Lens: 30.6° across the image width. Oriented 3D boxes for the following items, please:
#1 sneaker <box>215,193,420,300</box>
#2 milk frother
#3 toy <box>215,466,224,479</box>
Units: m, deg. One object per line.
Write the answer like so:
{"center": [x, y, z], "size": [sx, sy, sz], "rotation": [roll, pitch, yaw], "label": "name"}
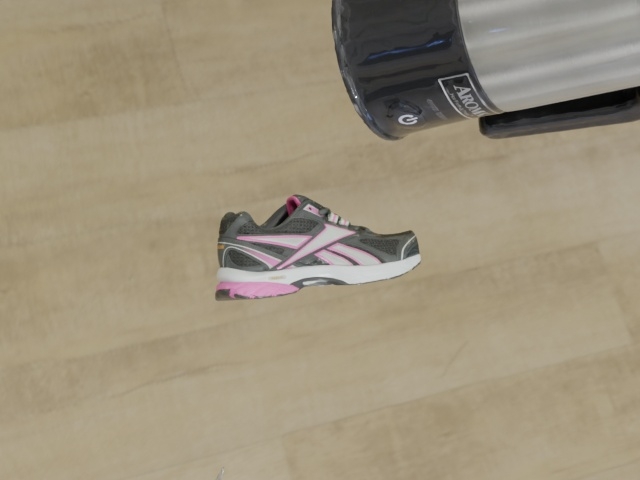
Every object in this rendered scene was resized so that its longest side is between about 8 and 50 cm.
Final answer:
{"center": [0.000, 0.000, 0.924], "size": [0.178, 0.072, 0.077], "rotation": [-7, 91, -31], "label": "sneaker"}
{"center": [0.090, -0.121, 0.510], "size": [0.129, 0.135, 0.143], "rotation": [11, 73, -61], "label": "milk frother"}
{"center": [-0.086, 0.289, 0.795], "size": [0.056, 0.137, 0.237], "rotation": [25, 33, -11], "label": "toy"}
